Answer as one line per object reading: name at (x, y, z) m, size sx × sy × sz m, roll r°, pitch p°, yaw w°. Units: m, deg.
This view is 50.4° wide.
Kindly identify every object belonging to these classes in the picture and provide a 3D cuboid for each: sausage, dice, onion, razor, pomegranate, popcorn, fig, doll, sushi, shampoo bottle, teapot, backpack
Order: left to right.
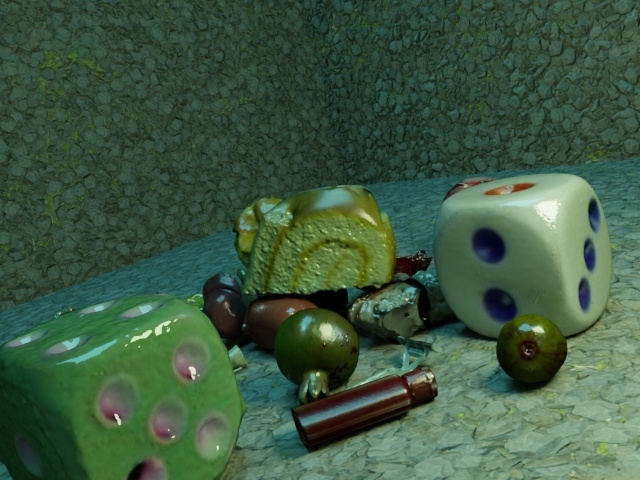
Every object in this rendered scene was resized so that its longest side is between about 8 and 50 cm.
dice at (-0.347, 0.283, 1.161) m, size 0.322 × 0.318 × 0.330 m, roll -3°, pitch 17°, yaw 41°
teapot at (-0.222, 0.297, 1.633) m, size 0.083 × 0.057 × 0.067 m, roll -24°, pitch 43°, yaw -21°
doll at (-0.217, 0.174, 1.872) m, size 0.256 × 0.196 × 0.152 m, roll -22°, pitch -23°, yaw -44°
sausage at (-0.094, 0.202, 1.692) m, size 0.148 × 0.148 × 0.255 m, roll -22°, pitch 20°, yaw -36°
popcorn at (-0.098, -0.011, 2.214) m, size 0.349 × 0.349 × 0.381 m, roll 3°, pitch 57°, yaw 56°
pomegranate at (-0.020, 0.236, 1.388) m, size 0.179 × 0.179 × 0.210 m, roll -5°, pitch 26°, yaw 38°
backpack at (-0.001, 0.160, 1.890) m, size 0.165 × 0.105 × 0.120 m, roll -27°, pitch 30°, yaw 16°
shampoo bottle at (0.083, 0.295, 1.225) m, size 0.260 × 0.064 × 0.102 m, roll -16°, pitch 10°, yaw -12°
razor at (0.109, 0.277, 1.343) m, size 0.278 × 0.056 × 0.111 m, roll -28°, pitch 15°, yaw -28°
onion at (0.189, 0.089, 1.904) m, size 0.284 × 0.120 × 0.227 m, roll -6°, pitch -11°, yaw 39°
sushi at (0.226, 0.152, 1.607) m, size 0.332 × 0.124 × 0.130 m, roll -21°, pitch 23°, yaw -27°
dice at (0.438, 0.030, 1.476) m, size 0.304 × 0.304 × 0.277 m, roll -3°, pitch 17°, yaw 43°
fig at (0.387, 0.205, 1.274) m, size 0.124 × 0.124 × 0.236 m, roll -12°, pitch -12°, yaw 8°

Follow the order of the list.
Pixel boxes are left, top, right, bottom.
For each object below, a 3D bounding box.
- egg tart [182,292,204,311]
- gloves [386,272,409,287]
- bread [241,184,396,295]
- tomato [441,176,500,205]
egg tart at (-0.378, 0.222, 2.072) m, size 0.279 × 0.094 × 0.279 m, roll -15°, pitch 11°, yaw 3°
gloves at (0.226, 0.137, 1.750) m, size 0.144 × 0.094 × 0.110 m, roll 2°, pitch 9°, yaw -37°
bread at (-0.009, -0.004, 1.712) m, size 0.396 × 0.263 × 0.239 m, roll -4°, pitch 7°, yaw 11°
tomato at (0.504, -0.072, 2.098) m, size 0.271 × 0.227 × 0.270 m, roll -3°, pitch 29°, yaw 2°
